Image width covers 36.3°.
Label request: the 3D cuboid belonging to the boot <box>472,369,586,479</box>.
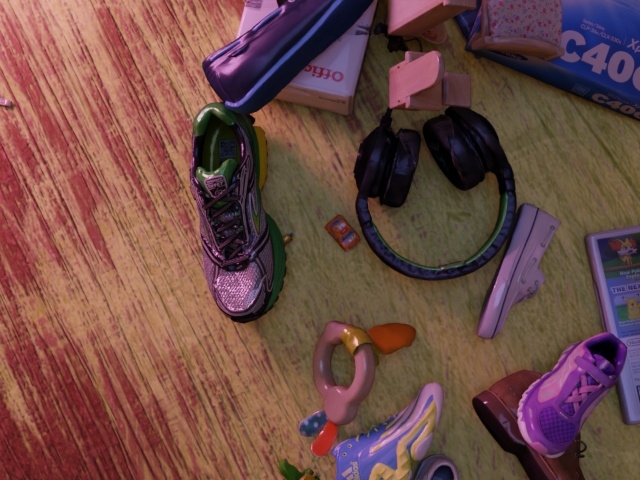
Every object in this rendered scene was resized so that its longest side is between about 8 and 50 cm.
[{"bbox_3d":[0.362,0.329,1.445,0.115,0.112,0.305,-32,80,-15],"label":"boot"}]

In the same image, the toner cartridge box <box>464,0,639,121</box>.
[{"bbox_3d":[0.421,-0.319,1.543,0.347,0.075,0.165,21,77,-1],"label":"toner cartridge box"}]

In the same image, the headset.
[{"bbox_3d":[0.160,-0.136,1.476,0.243,0.185,0.394,-13,84,-2],"label":"headset"}]

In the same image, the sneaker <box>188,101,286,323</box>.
[{"bbox_3d":[-0.145,-0.044,1.473,0.134,0.146,0.344,-13,80,14],"label":"sneaker"}]

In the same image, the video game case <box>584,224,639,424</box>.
[{"bbox_3d":[0.601,0.109,1.511,0.329,0.036,0.300,-10,81,-1],"label":"video game case"}]

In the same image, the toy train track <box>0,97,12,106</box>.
[{"bbox_3d":[-0.542,-0.233,1.580,0.083,0.014,0.048,15,81,2],"label":"toy train track"}]

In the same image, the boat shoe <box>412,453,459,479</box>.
[{"bbox_3d":[0.152,0.444,1.431,0.095,0.084,0.258,8,81,1],"label":"boat shoe"}]

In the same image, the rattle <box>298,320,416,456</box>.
[{"bbox_3d":[0.056,0.224,1.496,0.130,0.142,0.200,9,97,34],"label":"rattle"}]

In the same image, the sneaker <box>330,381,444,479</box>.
[{"bbox_3d":[0.090,0.305,1.452,0.126,0.091,0.240,26,83,5],"label":"sneaker"}]

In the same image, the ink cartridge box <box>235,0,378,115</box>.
[{"bbox_3d":[-0.014,-0.357,1.548,0.198,0.115,0.273,14,81,3],"label":"ink cartridge box"}]

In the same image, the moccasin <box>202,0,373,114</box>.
[{"bbox_3d":[-0.033,-0.336,1.418,0.342,0.138,0.117,-43,79,-7],"label":"moccasin"}]

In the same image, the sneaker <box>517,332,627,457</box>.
[{"bbox_3d":[0.373,0.212,1.412,0.095,0.104,0.236,44,53,3],"label":"sneaker"}]

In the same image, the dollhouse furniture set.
[{"bbox_3d":[0.290,-0.327,1.375,0.355,0.174,0.303,2,86,-22],"label":"dollhouse furniture set"}]

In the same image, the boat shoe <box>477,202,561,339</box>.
[{"bbox_3d":[0.309,0.053,1.495,0.075,0.083,0.226,21,81,5],"label":"boat shoe"}]

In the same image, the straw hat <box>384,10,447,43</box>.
[{"bbox_3d":[0.135,-0.358,1.572,0.061,0.144,0.144,-38,80,37],"label":"straw hat"}]

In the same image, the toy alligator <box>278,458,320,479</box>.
[{"bbox_3d":[-0.002,0.406,1.458,0.051,0.056,0.190,-21,78,-44],"label":"toy alligator"}]

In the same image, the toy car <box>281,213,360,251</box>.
[{"bbox_3d":[0.000,0.000,1.527,0.122,0.040,0.060,-22,81,-4],"label":"toy car"}]

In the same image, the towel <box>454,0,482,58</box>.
[{"bbox_3d":[0.257,-0.359,1.590,0.067,0.029,0.119,-27,81,-7],"label":"towel"}]
